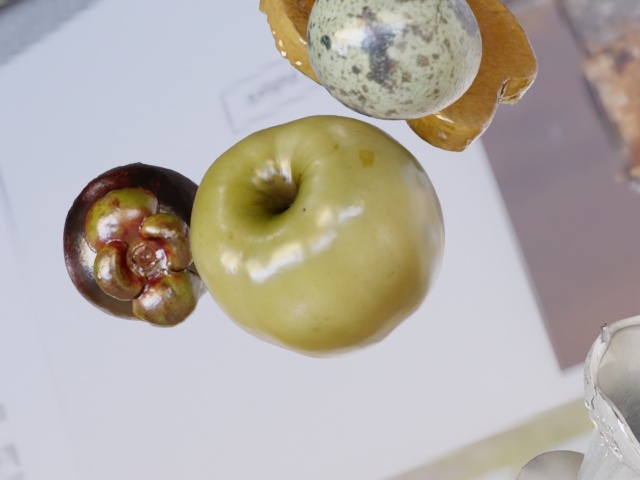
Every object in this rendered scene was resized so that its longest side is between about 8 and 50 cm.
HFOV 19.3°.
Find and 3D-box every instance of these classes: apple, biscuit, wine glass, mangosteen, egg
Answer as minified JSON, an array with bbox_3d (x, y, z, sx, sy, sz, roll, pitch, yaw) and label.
[{"bbox_3d":[0.000,0.000,1.955,0.262,0.262,0.262,-18,164,-5],"label":"apple"},{"bbox_3d":[0.099,-0.207,2.073,0.343,0.287,0.057,-6,142,-38],"label":"biscuit"},{"bbox_3d":[0.248,0.173,1.513,0.165,0.165,0.196,-8,146,-34],"label":"wine glass"},{"bbox_3d":[-0.213,0.004,2.259,0.209,0.210,0.210,-18,164,-5],"label":"mangosteen"},{"bbox_3d":[0.066,-0.164,1.566,0.132,0.132,0.172,-30,153,35],"label":"egg"}]
